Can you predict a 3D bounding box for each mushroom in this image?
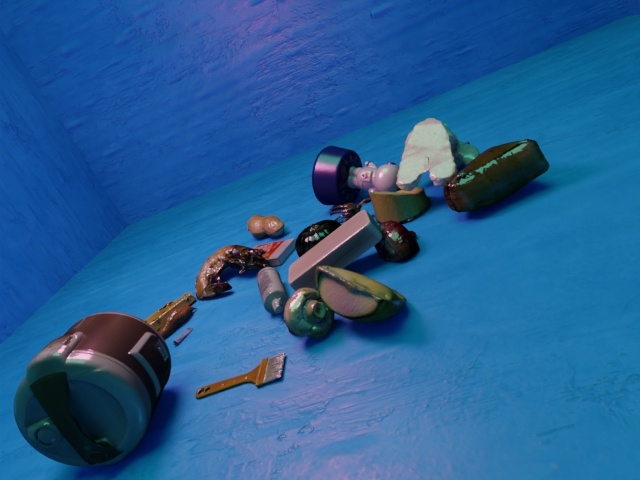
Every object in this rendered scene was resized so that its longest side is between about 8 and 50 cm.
[{"bbox_3d":[-0.031,0.200,1.268,0.112,0.148,0.148,-25,15,49],"label":"mushroom"}]

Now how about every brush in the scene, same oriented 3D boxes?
[{"bbox_3d":[-0.219,0.375,1.240,0.272,0.014,0.103,-21,22,12],"label":"brush"}]

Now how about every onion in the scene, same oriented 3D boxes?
[{"bbox_3d":[0.243,-0.014,1.510,0.151,0.098,0.206,-33,23,-16],"label":"onion"}]

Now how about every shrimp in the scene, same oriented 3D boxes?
[{"bbox_3d":[-0.360,0.118,1.834,0.444,0.085,0.272,-7,44,43],"label":"shrimp"}]

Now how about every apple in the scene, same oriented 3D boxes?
[{"bbox_3d":[0.114,0.151,1.242,0.193,0.120,0.264,10,10,-45],"label":"apple"}]

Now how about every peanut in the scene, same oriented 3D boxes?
[{"bbox_3d":[-0.255,-0.064,2.162,0.263,0.101,0.117,2,60,45],"label":"peanut"}]

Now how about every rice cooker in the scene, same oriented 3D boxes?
[{"bbox_3d":[-0.570,0.375,1.188,0.334,0.335,0.325,-23,18,6],"label":"rice cooker"}]

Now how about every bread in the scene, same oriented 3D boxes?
[{"bbox_3d":[-0.596,0.281,1.805,0.088,0.049,0.226,-2,31,45],"label":"bread"}]

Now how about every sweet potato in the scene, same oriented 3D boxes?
[{"bbox_3d":[-0.549,0.299,1.696,0.068,0.068,0.226,-3,32,44],"label":"sweet potato"}]

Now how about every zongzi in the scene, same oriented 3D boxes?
[{"bbox_3d":[0.548,-0.225,1.601,0.322,0.160,0.360,-26,13,2],"label":"zongzi"}]

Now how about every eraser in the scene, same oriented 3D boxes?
[{"bbox_3d":[-0.222,0.060,1.922,0.230,0.038,0.157,-11,26,34],"label":"eraser"}]

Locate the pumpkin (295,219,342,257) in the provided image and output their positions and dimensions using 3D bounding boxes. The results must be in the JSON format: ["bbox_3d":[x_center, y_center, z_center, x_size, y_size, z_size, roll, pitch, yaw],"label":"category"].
[{"bbox_3d":[0.000,0.000,1.680,0.201,0.140,0.202,-21,15,6],"label":"pumpkin"}]

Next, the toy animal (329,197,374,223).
[{"bbox_3d":[0.131,-0.119,1.877,0.185,0.094,0.214,-14,15,7],"label":"toy animal"}]

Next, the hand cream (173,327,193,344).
[{"bbox_3d":[-0.481,0.335,1.611,0.030,0.019,0.093,-14,18,31],"label":"hand cream"}]

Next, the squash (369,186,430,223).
[{"bbox_3d":[0.299,-0.157,1.752,0.220,0.133,0.220,-18,18,6],"label":"squash"}]

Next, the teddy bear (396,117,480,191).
[{"bbox_3d":[0.471,-0.285,1.816,0.327,0.362,0.376,-6,60,28],"label":"teddy bear"}]

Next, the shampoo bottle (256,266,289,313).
[{"bbox_3d":[-0.158,0.173,1.535,0.085,0.085,0.262,-27,23,-4],"label":"shampoo bottle"}]

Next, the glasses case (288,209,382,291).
[{"bbox_3d":[0.043,0.042,1.514,0.336,0.076,0.144,-37,20,14],"label":"glasses case"}]

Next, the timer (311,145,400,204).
[{"bbox_3d":[0.184,-0.269,2.018,0.383,0.271,0.270,10,38,31],"label":"timer"}]

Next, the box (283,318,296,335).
[{"bbox_3d":[-0.012,0.193,1.373,0.218,0.055,0.039,-38,27,-26],"label":"box"}]
